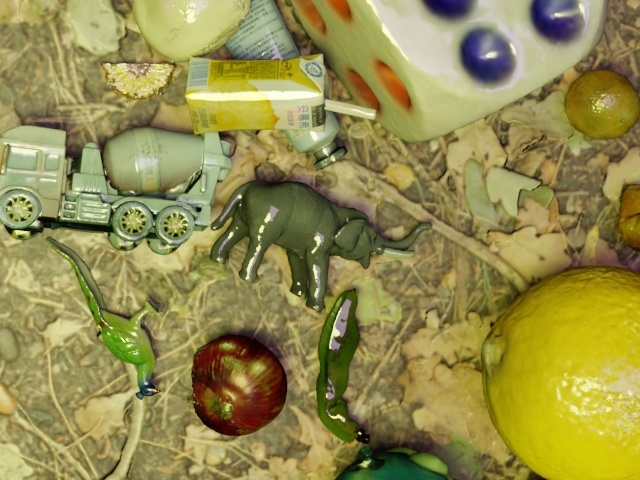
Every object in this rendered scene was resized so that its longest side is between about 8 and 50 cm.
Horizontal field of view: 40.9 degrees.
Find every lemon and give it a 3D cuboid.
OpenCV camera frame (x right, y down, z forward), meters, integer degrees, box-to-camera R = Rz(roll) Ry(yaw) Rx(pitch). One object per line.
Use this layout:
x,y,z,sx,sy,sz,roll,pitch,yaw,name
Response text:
0.330,0.162,1.006,0.293,0.293,0.293,-1,96,-13,lemon

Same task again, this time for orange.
0.354,-0.168,1.070,0.095,0.085,0.085,30,89,-12,orange

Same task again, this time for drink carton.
-0.040,-0.158,0.922,0.200,0.084,0.074,-1,55,0,drink carton

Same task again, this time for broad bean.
0.022,0.157,1.045,0.061,0.046,0.195,-6,95,-5,broad bean

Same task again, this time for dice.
0.127,-0.263,0.919,0.243,0.251,0.259,-35,102,-8,dice

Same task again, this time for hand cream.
-0.054,-0.207,0.986,0.091,0.058,0.271,-31,99,4,hand cream

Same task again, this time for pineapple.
-0.206,-0.179,0.970,0.083,0.019,0.045,-4,91,-12,pineapple

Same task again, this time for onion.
-0.092,0.168,0.986,0.118,0.118,0.117,-6,120,-12,onion

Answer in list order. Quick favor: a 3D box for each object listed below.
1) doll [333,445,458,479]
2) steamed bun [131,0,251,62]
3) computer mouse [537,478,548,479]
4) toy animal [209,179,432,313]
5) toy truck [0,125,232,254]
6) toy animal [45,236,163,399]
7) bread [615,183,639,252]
0.107,0.384,1.009,0.186,0.198,0.322,-28,99,-35,doll
-0.146,-0.256,0.920,0.130,0.091,0.112,-30,94,25,steamed bun
0.345,0.410,1.095,0.323,0.116,0.183,22,69,-29,computer mouse
-0.001,0.010,1.004,0.269,0.082,0.137,15,94,-23,toy animal
-0.228,-0.065,0.937,0.256,0.108,0.140,6,82,-16,toy truck
-0.229,0.075,0.982,0.075,0.041,0.217,-28,98,-2,toy animal
0.572,0.014,1.089,0.380,0.185,0.109,18,85,-14,bread
